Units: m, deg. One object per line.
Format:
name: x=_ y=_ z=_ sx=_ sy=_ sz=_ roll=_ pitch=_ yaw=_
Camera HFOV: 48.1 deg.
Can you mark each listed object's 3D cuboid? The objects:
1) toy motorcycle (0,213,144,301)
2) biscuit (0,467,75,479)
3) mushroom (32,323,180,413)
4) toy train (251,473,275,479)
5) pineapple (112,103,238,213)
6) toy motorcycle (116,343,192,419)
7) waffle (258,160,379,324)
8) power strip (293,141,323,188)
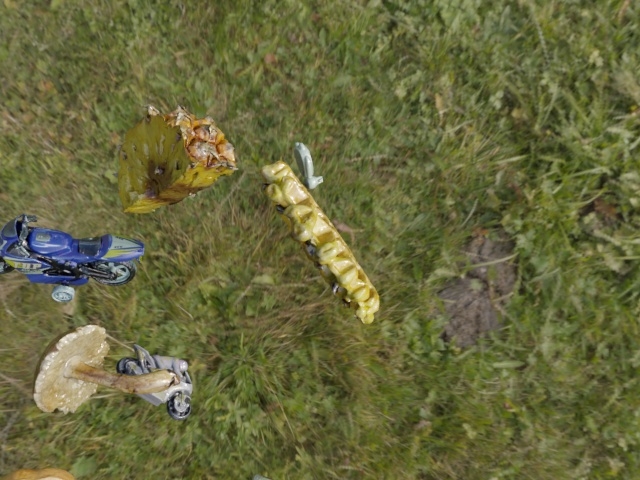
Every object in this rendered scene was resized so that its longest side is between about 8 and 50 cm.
toy motorcycle: x=-0.500 y=0.025 z=1.367 sx=0.316 sy=0.169 sz=0.113 roll=5 pitch=51 yaw=-14
biscuit: x=-0.625 y=0.615 z=1.510 sx=0.351 sy=0.057 sz=0.312 roll=-18 pitch=123 yaw=-11
mushroom: x=-0.531 y=0.300 z=1.705 sx=0.302 sy=0.233 sz=0.207 roll=-15 pitch=95 yaw=23
toy train: x=-0.178 y=0.716 z=1.701 sx=0.131 sy=0.202 sz=0.299 roll=24 pitch=50 yaw=-4
pineapple: x=-0.209 y=-0.125 z=0.979 sx=0.080 sy=0.233 sz=0.135 roll=8 pitch=73 yaw=-45
toy motorcycle: x=-0.405 y=0.349 z=1.838 sx=0.225 sy=0.073 sz=0.152 roll=40 pitch=41 yaw=-7
waffle: x=0.003 y=0.003 z=1.162 sx=0.062 sy=0.329 sz=0.329 roll=-36 pitch=86 yaw=2
power strip: x=-0.020 y=-0.130 z=1.229 sx=0.035 sy=0.055 sz=0.083 roll=-20 pitch=105 yaw=-15
